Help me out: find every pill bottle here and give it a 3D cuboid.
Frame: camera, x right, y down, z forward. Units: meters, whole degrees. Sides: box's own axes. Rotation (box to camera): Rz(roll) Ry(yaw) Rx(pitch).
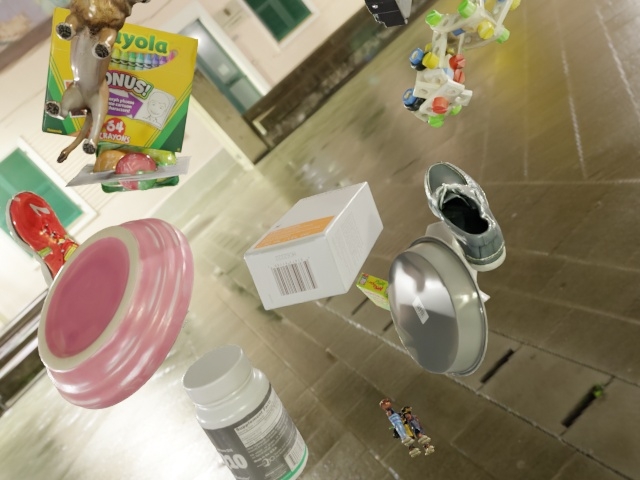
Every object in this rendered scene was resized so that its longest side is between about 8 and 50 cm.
[{"bbox_3d":[-0.194,0.460,1.658,0.204,0.361,0.204,-23,20,9],"label":"pill bottle"}]

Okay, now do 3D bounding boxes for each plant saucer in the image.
[{"bbox_3d":[-0.351,0.103,1.055,0.332,0.084,0.332,-20,53,30],"label":"plant saucer"}]

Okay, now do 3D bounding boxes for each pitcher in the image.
[{"bbox_3d":[0.301,0.059,1.562,0.178,0.207,0.125,-14,-2,19],"label":"pitcher"}]

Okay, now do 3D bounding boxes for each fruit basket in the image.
[{"bbox_3d":[-0.542,-0.197,1.881,0.327,0.165,0.353,-7,23,-8],"label":"fruit basket"}]

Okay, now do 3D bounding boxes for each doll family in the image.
[{"bbox_3d":[0.194,0.420,1.458,0.076,0.193,0.111,-24,52,-2],"label":"doll family"}]

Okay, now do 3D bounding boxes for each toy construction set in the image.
[{"bbox_3d":[0.262,-0.348,1.260,0.215,0.151,0.327,-16,41,51],"label":"toy construction set"}]

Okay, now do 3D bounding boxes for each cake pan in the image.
[{"bbox_3d":[0.222,0.137,1.296,0.054,0.293,0.293,-13,4,-23],"label":"cake pan"}]

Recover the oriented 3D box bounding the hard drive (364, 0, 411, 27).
[{"bbox_3d":[0.082,-0.539,1.030,0.064,0.339,0.236,2,72,25],"label":"hard drive"}]

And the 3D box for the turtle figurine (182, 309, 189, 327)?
[{"bbox_3d":[-0.466,0.217,1.780,0.118,0.175,0.234,27,80,40],"label":"turtle figurine"}]

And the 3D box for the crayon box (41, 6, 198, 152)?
[{"bbox_3d":[-0.535,-0.421,1.723,0.106,0.363,0.312,-143,62,-62],"label":"crayon box"}]

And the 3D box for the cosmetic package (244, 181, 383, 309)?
[{"bbox_3d":[0.000,0.000,1.721,0.230,0.161,0.453,-14,15,21],"label":"cosmetic package"}]

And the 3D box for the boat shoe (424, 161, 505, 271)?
[{"bbox_3d":[0.292,-0.079,1.337,0.116,0.099,0.319,-24,44,7],"label":"boat shoe"}]

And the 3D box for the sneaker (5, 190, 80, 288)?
[{"bbox_3d":[-0.574,0.007,1.411,0.118,0.279,0.107,5,42,32],"label":"sneaker"}]

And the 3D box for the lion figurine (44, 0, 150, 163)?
[{"bbox_3d":[-0.471,-0.369,1.328,0.392,0.142,0.240,-59,21,30],"label":"lion figurine"}]

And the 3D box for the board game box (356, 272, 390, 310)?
[{"bbox_3d":[0.186,0.162,1.927,0.092,0.181,0.043,19,75,33],"label":"board game box"}]
